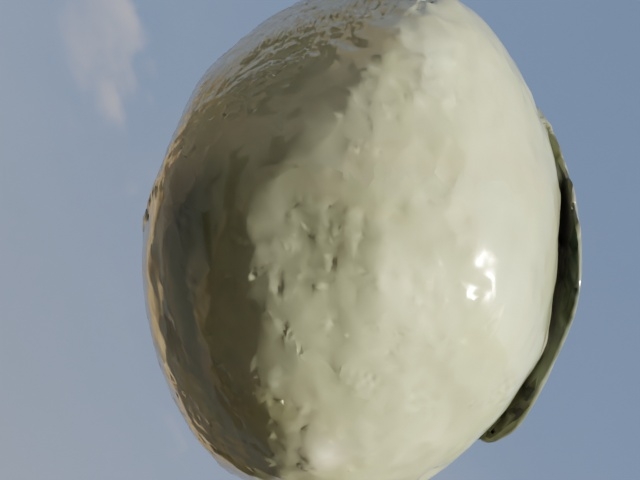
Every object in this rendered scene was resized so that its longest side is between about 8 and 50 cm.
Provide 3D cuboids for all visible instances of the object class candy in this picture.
[{"bbox_3d":[0.000,0.000,0.744,0.295,0.185,0.295,-11,-104,55],"label":"candy"}]
